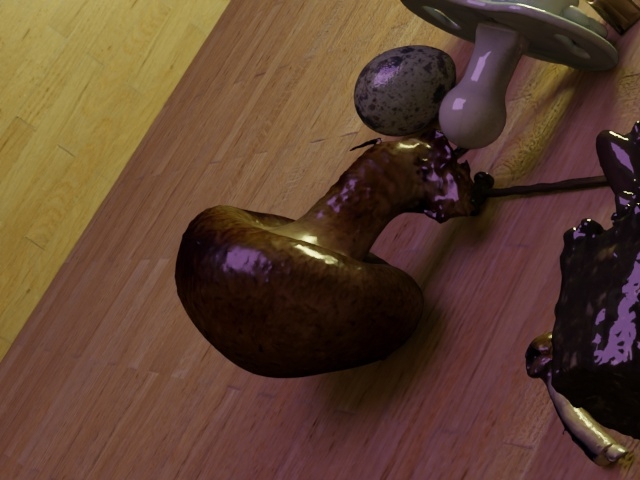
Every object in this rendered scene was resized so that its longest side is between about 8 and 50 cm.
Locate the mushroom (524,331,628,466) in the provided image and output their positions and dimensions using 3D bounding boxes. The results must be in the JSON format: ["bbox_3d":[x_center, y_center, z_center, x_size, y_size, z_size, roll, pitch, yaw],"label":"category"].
[{"bbox_3d":[0.253,0.157,1.245,0.060,0.061,0.187,-59,29,26],"label":"mushroom"}]

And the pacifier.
[{"bbox_3d":[0.225,-0.223,1.635,0.299,0.244,0.233,21,85,36],"label":"pacifier"}]

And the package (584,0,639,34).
[{"bbox_3d":[0.372,-0.325,1.687,0.047,0.071,0.131,-49,23,21],"label":"package"}]

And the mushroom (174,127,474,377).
[{"bbox_3d":[0.001,0.015,1.625,0.331,0.334,0.356,-105,38,-59],"label":"mushroom"}]

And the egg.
[{"bbox_3d":[0.131,-0.232,1.961,0.172,0.132,0.132,-29,31,30],"label":"egg"}]

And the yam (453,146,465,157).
[{"bbox_3d":[0.220,-0.148,1.810,0.107,0.014,0.014,-42,24,30],"label":"yam"}]

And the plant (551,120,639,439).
[{"bbox_3d":[0.325,0.009,1.140,0.194,0.181,0.321,-19,45,56],"label":"plant"}]

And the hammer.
[{"bbox_3d":[0.271,-0.066,1.573,0.292,0.029,0.058,-4,55,61],"label":"hammer"}]
